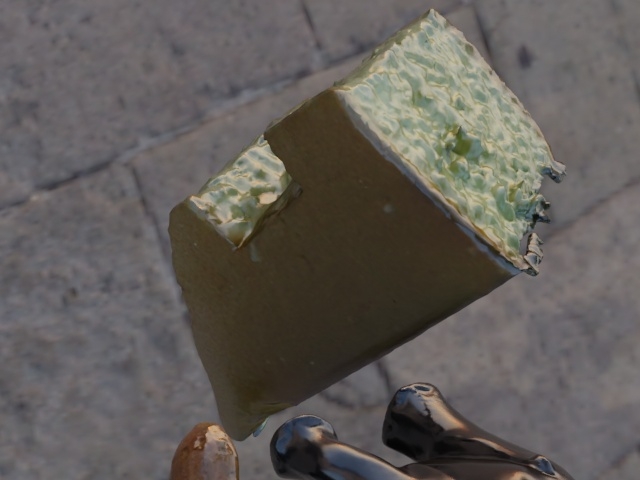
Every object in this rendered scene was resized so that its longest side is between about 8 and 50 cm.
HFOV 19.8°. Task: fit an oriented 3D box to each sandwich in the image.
[{"bbox_3d":[0.000,0.000,0.905,0.128,0.235,0.122,47,41,-7],"label":"sandwich"}]

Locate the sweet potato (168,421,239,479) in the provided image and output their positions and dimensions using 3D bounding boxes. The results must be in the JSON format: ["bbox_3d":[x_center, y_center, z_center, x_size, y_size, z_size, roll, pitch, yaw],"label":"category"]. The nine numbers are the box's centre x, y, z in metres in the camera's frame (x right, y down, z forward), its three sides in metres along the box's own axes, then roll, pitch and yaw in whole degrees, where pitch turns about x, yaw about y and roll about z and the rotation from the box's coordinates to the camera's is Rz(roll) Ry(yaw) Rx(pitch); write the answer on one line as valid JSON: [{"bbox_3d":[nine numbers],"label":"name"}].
[{"bbox_3d":[-0.115,0.326,1.485,0.106,0.095,0.355,18,86,5],"label":"sweet potato"}]

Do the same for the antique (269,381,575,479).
[{"bbox_3d":[0.108,0.259,1.620,0.322,0.255,0.185,-10,127,-36],"label":"antique"}]
